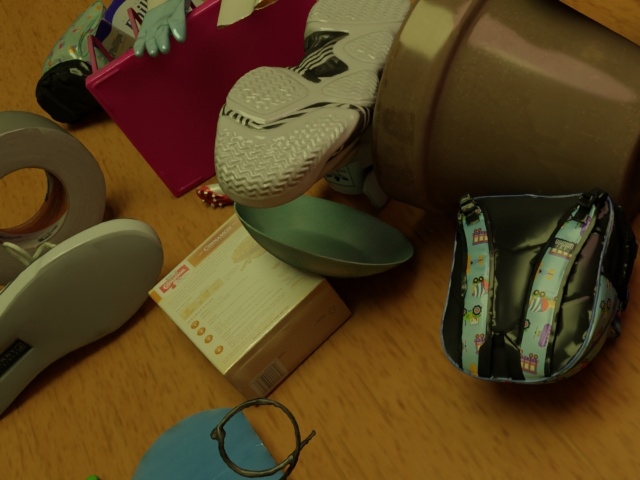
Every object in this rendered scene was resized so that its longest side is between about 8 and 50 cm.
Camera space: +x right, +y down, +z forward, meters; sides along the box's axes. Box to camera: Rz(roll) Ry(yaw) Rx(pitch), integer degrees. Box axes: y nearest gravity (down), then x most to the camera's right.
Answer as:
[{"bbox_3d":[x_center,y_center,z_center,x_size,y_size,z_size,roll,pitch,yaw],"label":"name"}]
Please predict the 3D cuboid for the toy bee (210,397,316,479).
[{"bbox_3d":[-0.056,0.288,0.826,0.195,0.162,0.298,36,90,9],"label":"toy bee"}]

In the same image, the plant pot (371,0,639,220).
[{"bbox_3d":[0.210,-0.123,0.966,0.229,0.263,0.263,25,67,28],"label":"plant pot"}]

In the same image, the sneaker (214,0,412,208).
[{"bbox_3d":[0.007,-0.100,1.050,0.137,0.210,0.366,13,42,17],"label":"sneaker"}]

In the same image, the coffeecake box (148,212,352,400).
[{"bbox_3d":[-0.080,0.067,1.091,0.142,0.068,0.185,-43,42,-9],"label":"coffeecake box"}]

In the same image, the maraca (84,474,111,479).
[{"bbox_3d":[-0.267,0.292,0.992,0.127,0.099,0.186,-15,19,10],"label":"maraca"}]

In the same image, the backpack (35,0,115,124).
[{"bbox_3d":[-0.354,-0.281,1.565,0.152,0.115,0.182,-12,41,36],"label":"backpack"}]

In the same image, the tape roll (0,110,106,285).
[{"bbox_3d":[-0.391,-0.053,1.300,0.219,0.219,0.072,-45,43,-10],"label":"tape roll"}]

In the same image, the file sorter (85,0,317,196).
[{"bbox_3d":[-0.135,-0.245,1.325,0.290,0.202,0.182,-31,38,6],"label":"file sorter"}]

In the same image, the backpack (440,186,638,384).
[{"bbox_3d":[0.191,0.052,0.888,0.158,0.117,0.173,-1,65,35],"label":"backpack"}]

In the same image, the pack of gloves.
[{"bbox_3d":[-0.143,-0.317,1.204,0.195,0.046,0.232,-22,38,15],"label":"pack of gloves"}]

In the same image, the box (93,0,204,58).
[{"bbox_3d":[-0.247,-0.319,1.507,0.072,0.137,0.126,-47,16,59],"label":"box"}]

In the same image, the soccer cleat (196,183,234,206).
[{"bbox_3d":[-0.119,-0.062,1.272,0.083,0.029,0.036,2,44,31],"label":"soccer cleat"}]

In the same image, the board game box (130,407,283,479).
[{"bbox_3d":[-0.104,0.242,0.974,0.133,0.033,0.169,-36,46,-7],"label":"board game box"}]

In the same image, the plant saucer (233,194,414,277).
[{"bbox_3d":[0.000,0.000,1.057,0.195,0.195,0.037,38,119,48],"label":"plant saucer"}]

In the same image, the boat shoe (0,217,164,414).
[{"bbox_3d":[-0.351,0.081,1.230,0.367,0.136,0.156,-42,37,7],"label":"boat shoe"}]
